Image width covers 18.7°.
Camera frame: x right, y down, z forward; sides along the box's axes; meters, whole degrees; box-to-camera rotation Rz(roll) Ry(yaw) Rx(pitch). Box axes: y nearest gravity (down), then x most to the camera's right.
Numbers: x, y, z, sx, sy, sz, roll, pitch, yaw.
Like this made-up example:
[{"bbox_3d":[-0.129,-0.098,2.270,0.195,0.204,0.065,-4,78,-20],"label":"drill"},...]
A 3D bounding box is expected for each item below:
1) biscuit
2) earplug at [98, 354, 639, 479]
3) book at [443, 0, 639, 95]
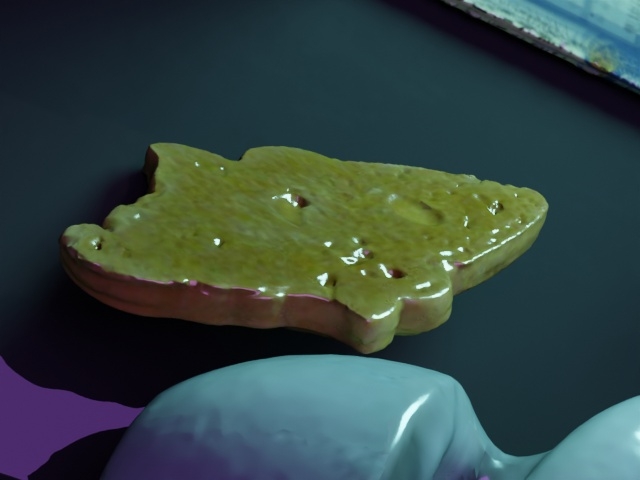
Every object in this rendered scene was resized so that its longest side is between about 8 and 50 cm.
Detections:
[{"bbox_3d":[0.000,0.000,0.870,0.250,0.035,0.162,-8,38,-31],"label":"biscuit"},{"bbox_3d":[0.059,0.147,0.822,0.325,0.175,0.214,15,98,-26],"label":"earplug"},{"bbox_3d":[0.113,-0.212,1.036,0.322,0.018,0.228,25,67,-15],"label":"book"}]
